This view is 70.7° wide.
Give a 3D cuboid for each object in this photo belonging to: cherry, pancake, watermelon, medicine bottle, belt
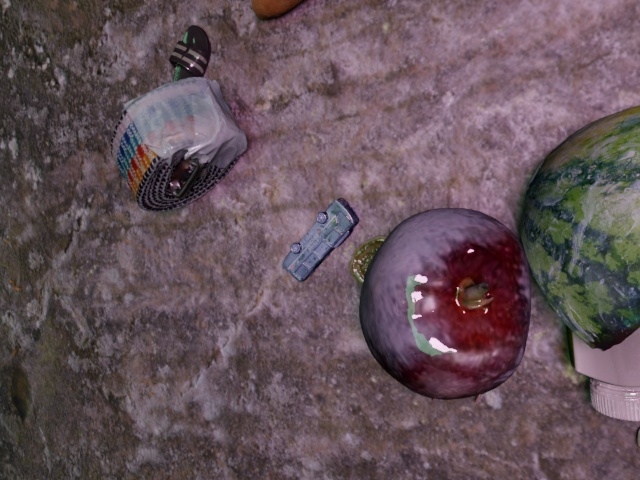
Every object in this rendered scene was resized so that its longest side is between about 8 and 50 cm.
[{"bbox_3d":[0.164,0.085,0.629,0.217,0.296,0.255,2,79,-17],"label":"cherry"},{"bbox_3d":[0.102,0.042,0.787,0.107,0.017,0.108,3,100,21],"label":"pancake"},{"bbox_3d":[0.369,-0.028,0.539,0.180,0.224,0.305,36,81,-26],"label":"watermelon"},{"bbox_3d":[0.414,0.139,0.621,0.131,0.088,0.189,-6,93,24],"label":"medicine bottle"},{"bbox_3d":[-0.254,-0.168,0.819,0.257,0.207,0.150,-41,79,39],"label":"belt"}]

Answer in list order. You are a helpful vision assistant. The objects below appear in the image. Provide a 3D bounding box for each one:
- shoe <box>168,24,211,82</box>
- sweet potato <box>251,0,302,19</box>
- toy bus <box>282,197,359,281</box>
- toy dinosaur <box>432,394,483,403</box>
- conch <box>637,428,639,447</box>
[{"bbox_3d":[-0.271,-0.337,0.895,0.071,0.049,0.179,25,104,19],"label":"shoe"},{"bbox_3d":[0.047,-0.451,0.717,0.384,0.109,0.109,-4,93,25],"label":"sweet potato"},{"bbox_3d":[0.000,0.000,0.812,0.065,0.047,0.166,45,112,8],"label":"toy bus"},{"bbox_3d":[0.249,0.193,0.730,0.108,0.032,0.220,45,120,10],"label":"toy dinosaur"},{"bbox_3d":[0.544,0.228,0.565,0.233,0.114,0.138,1,82,29],"label":"conch"}]
